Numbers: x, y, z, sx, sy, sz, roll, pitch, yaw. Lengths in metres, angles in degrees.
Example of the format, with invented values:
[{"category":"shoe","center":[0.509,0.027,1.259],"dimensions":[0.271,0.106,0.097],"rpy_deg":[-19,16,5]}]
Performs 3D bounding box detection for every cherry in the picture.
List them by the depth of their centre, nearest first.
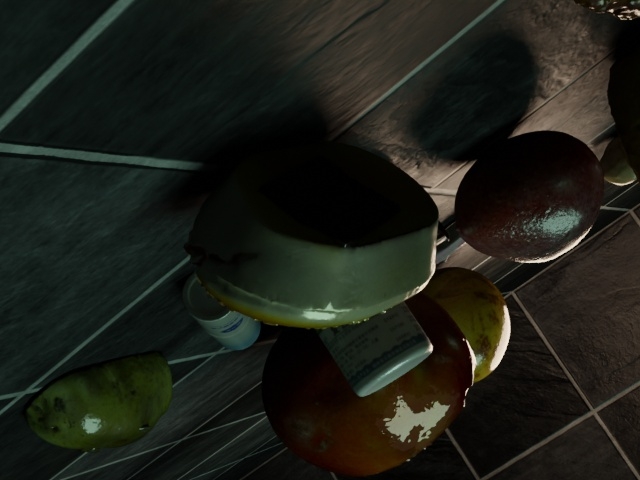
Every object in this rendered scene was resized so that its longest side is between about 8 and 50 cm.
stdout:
[{"category":"cherry","center":[0.324,-0.073,1.636],"dimensions":[0.239,0.206,0.239],"rpy_deg":[3,159,1]}]

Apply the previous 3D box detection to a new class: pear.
[{"category":"pear","center":[0.289,0.195,2.302],"dimensions":[0.281,0.280,0.281],"rpy_deg":[-30,166,-8]}]

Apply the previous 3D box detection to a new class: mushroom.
[{"category":"mushroom","center":[0.717,-0.208,2.209],"dimensions":[0.329,0.122,0.159],"rpy_deg":[-19,124,-46]}]

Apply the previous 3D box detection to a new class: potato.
[{"category":"potato","center":[-0.317,0.260,1.542],"dimensions":[0.160,0.111,0.272],"rpy_deg":[-41,165,23]}]

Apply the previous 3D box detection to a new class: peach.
[{"category":"peach","center":[0.068,0.237,1.880],"dimensions":[0.406,0.310,0.335],"rpy_deg":[-30,-152,37]}]

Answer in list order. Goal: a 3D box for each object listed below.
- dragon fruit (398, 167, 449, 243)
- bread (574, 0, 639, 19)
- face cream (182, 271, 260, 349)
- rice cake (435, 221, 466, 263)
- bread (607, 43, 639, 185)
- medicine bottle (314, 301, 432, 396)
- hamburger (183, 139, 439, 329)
[{"category":"dragon fruit","center":[0.104,-0.023,1.471],"dimensions":[0.127,0.120,0.161],"rpy_deg":[-28,171,7]},{"category":"bread","center":[0.300,-0.304,0.902],"dimensions":[0.232,0.135,0.247],"rpy_deg":[-4,154,-36]},{"category":"face cream","center":[-0.137,0.102,1.452],"dimensions":[0.077,0.077,0.250],"rpy_deg":[-31,166,-4]},{"category":"rice cake","center":[0.273,-0.008,2.014],"dimensions":[0.290,0.051,0.081],"rpy_deg":[-39,164,26]},{"category":"bread","center":[0.575,-0.165,1.561],"dimensions":[0.204,0.337,0.358],"rpy_deg":[-25,142,22]},{"category":"medicine bottle","center":[0.053,0.101,1.527],"dimensions":[0.139,0.237,0.139],"rpy_deg":[-29,166,-8]},{"category":"hamburger","center":[0.000,0.000,1.122],"dimensions":[0.295,0.227,0.151],"rpy_deg":[-11,132,-48]}]
